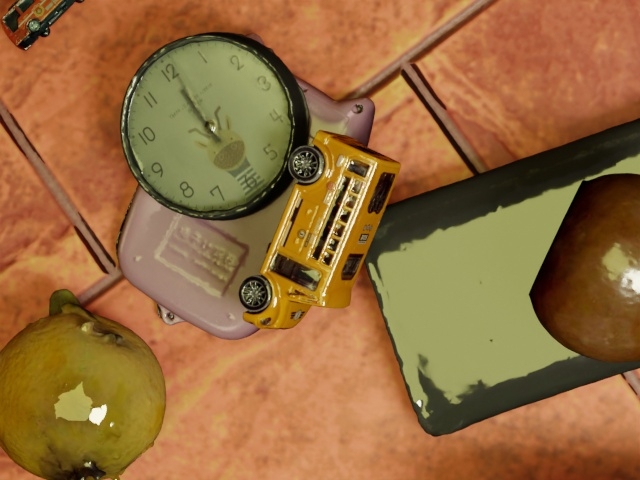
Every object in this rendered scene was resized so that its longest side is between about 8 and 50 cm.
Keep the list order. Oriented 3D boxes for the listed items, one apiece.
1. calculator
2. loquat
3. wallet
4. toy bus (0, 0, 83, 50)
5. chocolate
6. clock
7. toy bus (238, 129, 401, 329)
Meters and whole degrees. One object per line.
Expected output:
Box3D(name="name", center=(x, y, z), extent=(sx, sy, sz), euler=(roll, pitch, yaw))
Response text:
Box3D(name="calculator", center=(-0.083, -0.044, 1.548), extent=(0.194, 0.043, 0.294), euler=(31, 96, 9))
Box3D(name="loquat", center=(-0.237, 0.143, 1.522), extent=(0.172, 0.149, 0.204), euler=(-12, 73, 11))
Box3D(name="wallet", center=(0.253, 0.019, 1.478), extent=(0.406, 0.062, 0.228), euler=(-19, 86, 9))
Box3D(name="toy bus", center=(-0.274, -0.242, 1.591), extent=(0.110, 0.031, 0.043), euler=(-43, 80, 5))
Box3D(name="chocolate", center=(0.274, 0.031, 1.365), extent=(0.177, 0.177, 0.177), euler=(0, 89, 10))
Box3D(name="clock", center=(-0.104, -0.109, 1.510), extent=(0.184, 0.040, 0.184), euler=(1, 94, 13))
Box3D(name="toy bus", center=(0.000, 0.000, 1.465), extent=(0.088, 0.083, 0.194), euler=(25, 99, 21))
